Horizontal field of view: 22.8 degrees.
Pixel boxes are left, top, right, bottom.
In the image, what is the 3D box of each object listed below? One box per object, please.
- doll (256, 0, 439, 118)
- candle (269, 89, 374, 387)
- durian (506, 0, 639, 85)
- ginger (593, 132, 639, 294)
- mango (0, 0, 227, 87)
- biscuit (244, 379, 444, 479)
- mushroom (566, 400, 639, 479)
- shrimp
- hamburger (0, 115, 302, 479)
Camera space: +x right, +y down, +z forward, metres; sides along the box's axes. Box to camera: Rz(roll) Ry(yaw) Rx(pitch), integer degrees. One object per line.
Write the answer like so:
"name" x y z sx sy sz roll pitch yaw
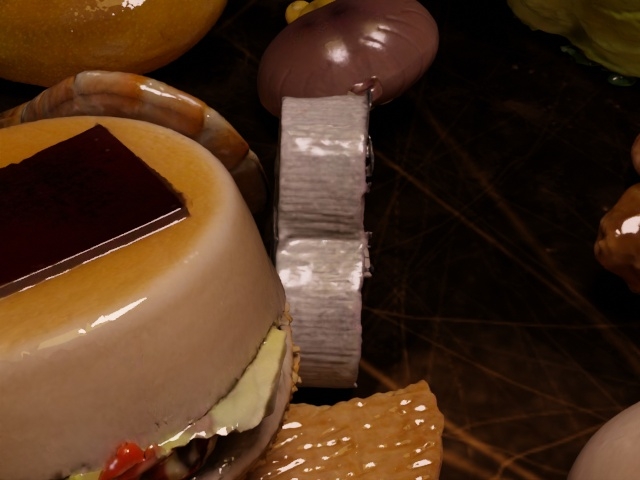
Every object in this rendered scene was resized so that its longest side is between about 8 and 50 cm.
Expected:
"doll" 0.026 -0.150 1.235 0.145 0.096 0.188 -10 29 20
"candle" 0.000 0.000 1.045 0.068 0.168 0.192 3 88 -1
"durian" 0.232 -0.260 1.269 0.256 0.339 0.204 -1 59 28
"ginger" 0.340 -0.021 1.084 0.274 0.152 0.357 17 43 13
"mango" -0.181 -0.181 1.252 0.228 0.099 0.136 -15 50 -9
"biscuit" -0.026 0.152 0.950 0.224 0.033 0.144 -11 44 -11
"mushroom" 0.233 0.162 0.849 0.206 0.206 0.209 -3 43 -8
"shrimp" -0.158 -0.039 1.072 0.296 0.169 0.058 -14 48 42
"hamburger" -0.158 0.059 0.908 0.302 0.170 0.302 -9 34 6
